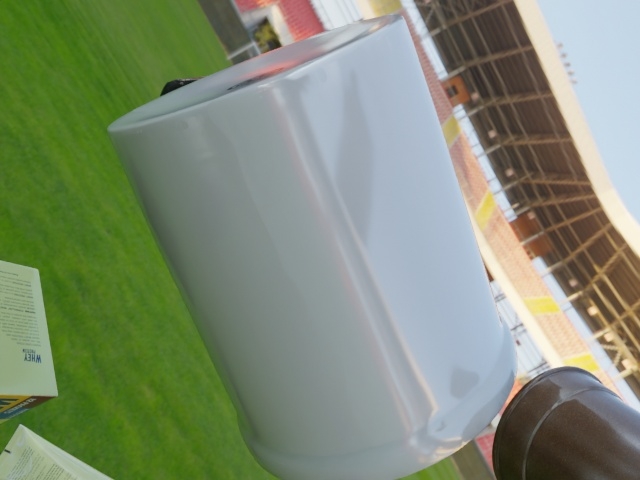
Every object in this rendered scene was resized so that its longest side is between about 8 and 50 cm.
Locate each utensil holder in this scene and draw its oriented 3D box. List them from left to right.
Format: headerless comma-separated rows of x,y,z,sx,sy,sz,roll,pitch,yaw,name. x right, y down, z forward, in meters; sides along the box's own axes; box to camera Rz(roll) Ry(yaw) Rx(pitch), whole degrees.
0.000,0.000,0.687,0.327,0.328,0.385,-112,-179,-70,utensil holder

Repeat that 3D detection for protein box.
-0.491,0.136,0.864,0.200,0.136,0.201,27,39,-60,protein box

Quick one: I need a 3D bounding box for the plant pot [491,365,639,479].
0.291,0.234,0.649,0.166,0.167,0.165,60,-13,-21,plant pot

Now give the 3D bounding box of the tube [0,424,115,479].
-0.322,0.341,0.877,0.240,0.070,0.062,32,-30,-10,tube

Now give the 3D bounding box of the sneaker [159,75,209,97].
-0.100,-0.130,1.041,0.483,0.185,0.202,35,26,35,sneaker
